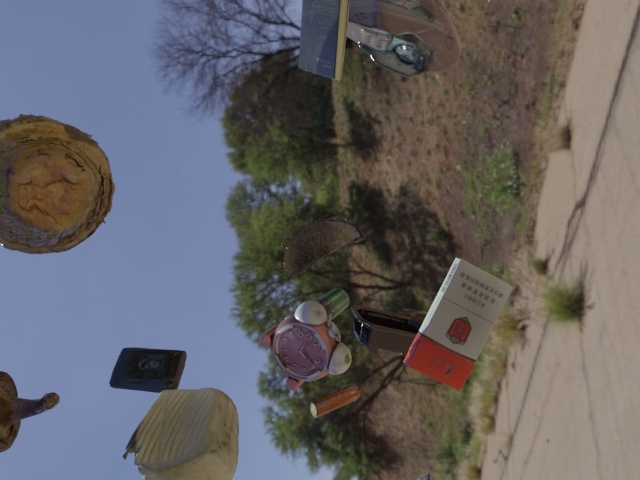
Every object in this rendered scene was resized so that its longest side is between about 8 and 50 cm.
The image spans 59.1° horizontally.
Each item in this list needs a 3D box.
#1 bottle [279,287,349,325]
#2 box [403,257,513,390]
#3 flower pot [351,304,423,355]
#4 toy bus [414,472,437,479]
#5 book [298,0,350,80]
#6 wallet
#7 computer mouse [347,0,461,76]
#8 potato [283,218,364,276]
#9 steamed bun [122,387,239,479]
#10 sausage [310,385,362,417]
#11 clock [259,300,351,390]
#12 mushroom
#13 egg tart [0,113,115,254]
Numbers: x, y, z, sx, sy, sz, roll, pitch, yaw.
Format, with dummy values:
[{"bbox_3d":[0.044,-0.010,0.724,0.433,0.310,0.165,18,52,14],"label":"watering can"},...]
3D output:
[{"bbox_3d":[-0.025,0.269,1.971,0.330,0.093,0.093,-30,-54,-46],"label":"bottle"},{"bbox_3d":[0.284,0.173,1.165,0.245,0.139,0.035,-62,13,-2],"label":"box"},{"bbox_3d":[0.207,0.277,1.681,0.179,0.250,0.084,-127,51,-74],"label":"flower pot"},{"bbox_3d":[0.170,0.449,0.911,0.057,0.072,0.172,48,-169,-1],"label":"toy bus"},{"bbox_3d":[0.004,-0.452,1.139,0.160,0.024,0.228,38,131,49],"label":"book"},{"bbox_3d":[-0.609,0.454,1.996,0.052,0.245,0.169,91,-176,-50],"label":"wallet"},{"bbox_3d":[0.153,-0.517,1.274,0.200,0.389,0.115,-65,4,-21],"label":"computer mouse"},{"bbox_3d":[-0.002,0.001,1.755,0.120,0.261,0.100,64,-177,2],"label":"potato"},{"bbox_3d":[-0.341,0.578,1.548,0.290,0.273,0.272,-88,-14,-52],"label":"steamed bun"},{"bbox_3d":[0.033,0.297,1.055,0.031,0.107,0.031,47,146,46],"label":"sausage"},{"bbox_3d":[-0.023,0.219,1.197,0.166,0.162,0.092,59,-150,2],"label":"clock"},{"bbox_3d":[-0.835,0.480,1.581,0.148,0.217,0.227,-62,-31,-80],"label":"mushroom"},{"bbox_3d":[-0.658,-0.128,1.351,0.352,0.150,0.352,-10,-73,-35],"label":"egg tart"}]
